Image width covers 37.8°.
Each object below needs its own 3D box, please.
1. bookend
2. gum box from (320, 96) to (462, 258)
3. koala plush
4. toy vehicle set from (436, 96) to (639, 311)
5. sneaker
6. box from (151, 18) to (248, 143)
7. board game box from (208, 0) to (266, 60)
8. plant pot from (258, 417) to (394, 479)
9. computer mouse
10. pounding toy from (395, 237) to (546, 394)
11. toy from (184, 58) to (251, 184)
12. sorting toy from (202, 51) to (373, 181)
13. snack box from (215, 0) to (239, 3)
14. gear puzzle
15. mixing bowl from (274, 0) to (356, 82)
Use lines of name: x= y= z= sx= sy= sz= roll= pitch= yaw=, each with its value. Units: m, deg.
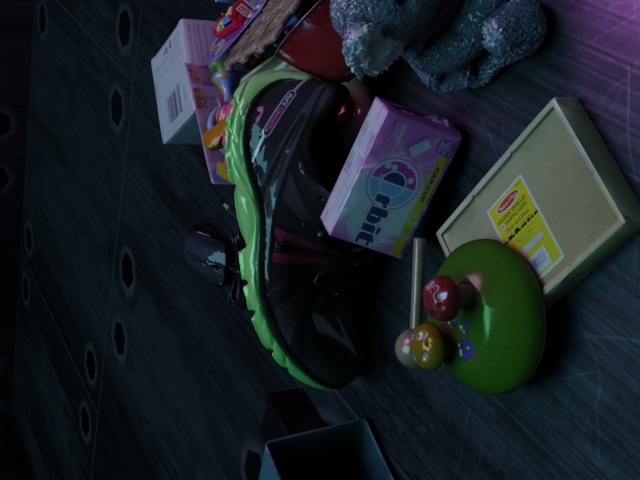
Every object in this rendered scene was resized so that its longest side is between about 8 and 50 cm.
bookend: x=-0.047 y=0.361 z=1.566 sx=0.156 sy=0.072 sz=0.157 roll=53 pitch=137 yaw=45
gum box: x=0.089 y=-0.083 z=1.195 sx=0.188 sy=0.107 sz=0.062 roll=-65 pitch=21 yaw=18
koala plush: x=0.104 y=-0.264 z=1.082 sx=0.203 sy=0.221 sz=0.196 roll=-42 pitch=58 yaw=54
toy vehicle set: x=0.238 y=-0.014 z=1.062 sx=0.267 sy=0.035 sz=0.165 roll=-54 pitch=48 yaw=48
sneaker: x=0.000 y=0.000 z=1.315 sx=0.202 sy=0.185 sz=0.482 roll=-4 pitch=111 yaw=22
box: x=-0.225 y=-0.293 z=1.755 sx=0.181 sy=0.119 sz=0.181 roll=-30 pitch=67 yaw=58
board game box: x=-0.152 y=-0.388 z=1.611 sx=0.169 sy=0.033 sz=0.133 roll=-44 pitch=26 yaw=18
plant pot: x=-0.003 y=0.416 z=1.413 sx=0.165 sy=0.166 sz=0.234 roll=63 pitch=149 yaw=35
computer mouse: x=-0.212 y=0.005 z=1.825 sx=0.262 sy=0.060 sz=0.184 roll=41 pitch=129 yaw=51
pounding toy: x=0.142 y=0.089 z=1.093 sx=0.237 sy=0.110 sz=0.182 roll=8 pitch=100 yaw=60
toy: x=-0.143 y=-0.210 z=1.608 sx=0.056 sy=0.137 sz=0.237 roll=-41 pitch=58 yaw=46
sorting toy: x=-0.059 y=-0.179 z=1.433 sx=0.307 sy=0.041 sz=0.229 roll=-32 pitch=64 yaw=28
snack box: x=-0.153 y=-0.607 z=1.653 sx=0.187 sy=0.060 sz=0.321 roll=-31 pitch=66 yaw=57
gear puzzle: x=-0.083 y=-0.340 z=1.515 sx=0.175 sy=0.044 sz=0.339 roll=-59 pitch=20 yaw=-13
mixing bowl: x=0.035 y=-0.282 z=1.286 sx=0.098 sy=0.181 sz=0.181 roll=47 pitch=146 yaw=-4
